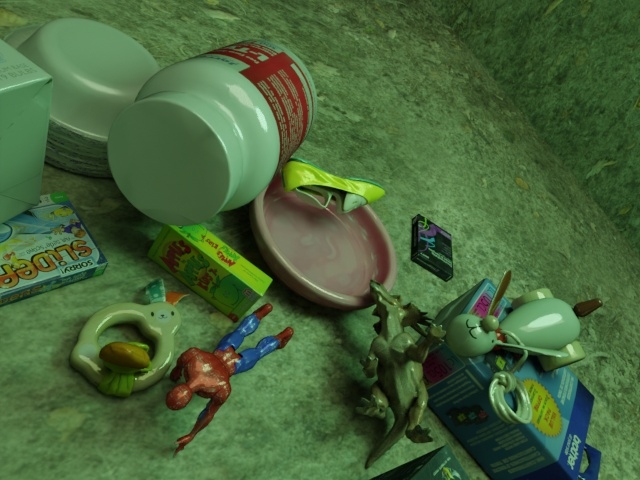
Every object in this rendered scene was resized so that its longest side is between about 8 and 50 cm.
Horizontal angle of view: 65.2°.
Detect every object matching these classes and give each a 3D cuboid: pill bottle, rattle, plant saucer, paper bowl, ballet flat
[{"bbox_3d":[-0.154,-0.186,0.812,0.229,0.229,0.407,37,29,-8],"label":"pill bottle"},{"bbox_3d":[-0.229,0.097,0.668,0.130,0.142,0.199,29,43,11],"label":"rattle"},{"bbox_3d":[0.000,0.000,0.994,0.332,0.084,0.332,24,42,-23],"label":"plant saucer"},{"bbox_3d":[-0.382,-0.258,0.848,0.284,0.148,0.284,23,42,-22],"label":"paper bowl"},{"bbox_3d":[0.025,-0.094,0.988,0.231,0.077,0.077,15,67,-27],"label":"ballet flat"}]

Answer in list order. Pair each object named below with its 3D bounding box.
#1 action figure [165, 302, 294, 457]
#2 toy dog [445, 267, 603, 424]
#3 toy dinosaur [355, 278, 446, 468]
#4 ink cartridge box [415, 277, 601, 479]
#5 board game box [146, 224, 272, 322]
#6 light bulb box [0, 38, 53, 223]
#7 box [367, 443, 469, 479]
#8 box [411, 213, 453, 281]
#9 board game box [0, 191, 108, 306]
[{"bbox_3d":[-0.147,0.187,0.705,0.091,0.139,0.280,46,16,7],"label":"action figure"},{"bbox_3d":[0.386,0.152,0.893,0.334,0.161,0.220,-20,69,-48],"label":"toy dog"},{"bbox_3d":[0.134,0.217,0.835,0.200,0.127,0.295,13,80,-80],"label":"toy dinosaur"},{"bbox_3d":[0.378,0.306,0.995,0.395,0.151,0.270,50,39,6],"label":"ink cartridge box"},{"bbox_3d":[-0.177,0.043,0.793,0.181,0.092,0.043,38,40,-7],"label":"board game box"},{"bbox_3d":[-0.550,-0.133,0.492,0.361,0.225,0.358,36,39,1],"label":"light bulb box"},{"bbox_3d":[0.061,0.363,0.634,0.233,0.183,0.059,-14,66,-48],"label":"box"},{"bbox_3d":[0.285,0.016,1.271,0.116,0.029,0.162,31,41,-16],"label":"box"},{"bbox_3d":[-0.410,0.014,0.662,0.201,0.035,0.136,-24,72,-49],"label":"board game box"}]
